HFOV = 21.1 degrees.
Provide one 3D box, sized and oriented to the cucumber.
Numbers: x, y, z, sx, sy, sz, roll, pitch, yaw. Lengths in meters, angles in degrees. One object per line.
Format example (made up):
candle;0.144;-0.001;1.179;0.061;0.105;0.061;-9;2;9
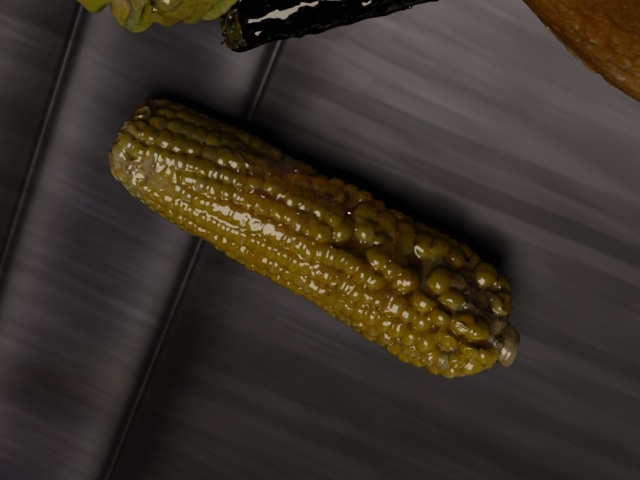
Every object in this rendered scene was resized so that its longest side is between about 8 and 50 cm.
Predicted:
cucumber;0.014;-0.162;1.122;0.181;0.053;0.053;-10;121;15

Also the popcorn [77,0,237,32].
popcorn;-0.106;-0.196;1.085;0.145;0.126;0.125;21;101;16

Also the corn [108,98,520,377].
corn;0.000;0.000;1.207;0.320;0.097;0.097;29;124;-7

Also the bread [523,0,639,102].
bread;0.216;-0.186;0.976;0.227;0.142;0.253;-20;132;30
